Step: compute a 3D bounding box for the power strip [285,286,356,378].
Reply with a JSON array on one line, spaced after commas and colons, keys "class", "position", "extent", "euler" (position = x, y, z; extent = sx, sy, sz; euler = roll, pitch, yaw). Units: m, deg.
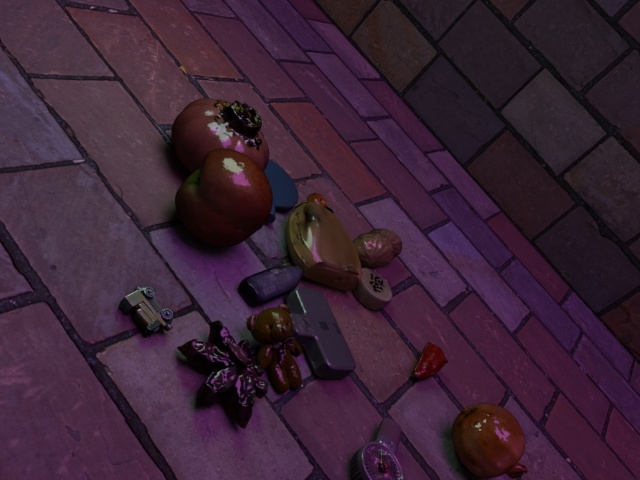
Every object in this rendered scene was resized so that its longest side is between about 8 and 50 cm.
[{"class": "power strip", "position": [-0.025, 0.241, 1.686], "extent": [0.194, 0.059, 0.265], "euler": [16, 40, -46]}]

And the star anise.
[{"class": "star anise", "position": [-0.206, 0.278, 1.387], "extent": [0.220, 0.099, 0.214], "euler": [42, 28, -5]}]

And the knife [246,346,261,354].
[{"class": "knife", "position": [-0.179, 0.268, 1.518], "extent": [0.170, 0.010, 0.023], "euler": [-1, 53, -50]}]

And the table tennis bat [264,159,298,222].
[{"class": "table tennis bat", "position": [-0.161, -0.164, 2.044], "extent": [0.215, 0.044, 0.329], "euler": [32, 30, -23]}]

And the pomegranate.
[{"class": "pomegranate", "position": [0.464, 0.556, 1.765], "extent": [0.207, 0.207, 0.207], "euler": [30, 33, -22]}]

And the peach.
[{"class": "peach", "position": [-0.247, -0.109, 1.671], "extent": [0.252, 0.252, 0.252], "euler": [30, 33, -22]}]

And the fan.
[{"class": "fan", "position": [0.150, 0.521, 1.538], "extent": [0.130, 0.074, 0.244], "euler": [42, 30, -3]}]

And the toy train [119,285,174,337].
[{"class": "toy train", "position": [-0.377, 0.154, 1.385], "extent": [0.122, 0.050, 0.081], "euler": [49, 35, 8]}]

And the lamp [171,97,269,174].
[{"class": "lamp", "position": [-0.281, -0.294, 1.860], "extent": [0.305, 0.239, 0.305], "euler": [31, 32, -23]}]

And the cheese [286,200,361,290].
[{"class": "cheese", "position": [0.000, 0.000, 1.961], "extent": [0.259, 0.128, 0.315], "euler": [26, 39, -44]}]

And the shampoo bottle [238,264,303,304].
[{"class": "shampoo bottle", "position": [-0.127, 0.115, 1.729], "extent": [0.087, 0.049, 0.234], "euler": [45, 29, 15]}]

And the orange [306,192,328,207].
[{"class": "orange", "position": [-0.015, -0.123, 2.147], "extent": [0.086, 0.062, 0.086], "euler": [38, 37, -37]}]

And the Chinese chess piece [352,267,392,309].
[{"class": "Chinese chess piece", "position": [0.164, 0.153, 2.022], "extent": [0.144, 0.058, 0.144], "euler": [31, 32, -22]}]

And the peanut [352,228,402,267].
[{"class": "peanut", "position": [0.197, 0.026, 2.141], "extent": [0.136, 0.120, 0.298], "euler": [41, 22, 13]}]

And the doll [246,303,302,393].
[{"class": "doll", "position": [-0.094, 0.260, 1.534], "extent": [0.137, 0.097, 0.209], "euler": [-14, 78, -38]}]

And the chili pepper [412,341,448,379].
[{"class": "chili pepper", "position": [0.321, 0.381, 1.932], "extent": [0.088, 0.065, 0.169], "euler": [48, 34, 9]}]
